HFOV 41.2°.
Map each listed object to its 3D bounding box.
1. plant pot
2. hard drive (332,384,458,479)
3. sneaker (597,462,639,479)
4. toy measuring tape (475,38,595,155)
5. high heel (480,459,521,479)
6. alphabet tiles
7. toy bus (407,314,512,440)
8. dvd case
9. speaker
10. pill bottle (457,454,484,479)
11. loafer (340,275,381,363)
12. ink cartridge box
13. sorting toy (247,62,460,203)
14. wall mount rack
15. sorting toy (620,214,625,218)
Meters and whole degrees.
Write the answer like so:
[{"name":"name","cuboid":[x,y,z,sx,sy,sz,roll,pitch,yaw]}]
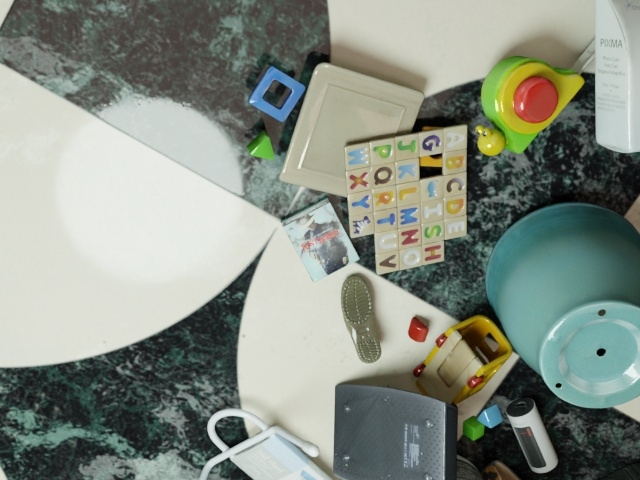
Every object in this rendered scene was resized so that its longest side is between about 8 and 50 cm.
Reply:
[{"name":"plant pot","cuboid":[0.407,0.112,1.321,0.271,0.255,0.272,1,115,3]},{"name":"hard drive","cuboid":[0.120,0.323,1.382,0.054,0.254,0.172,4,86,-40]},{"name":"sneaker","cuboid":[0.580,0.503,1.602,0.227,0.087,0.130,-25,113,4]},{"name":"toy measuring tape","cuboid":[0.342,-0.268,1.286,0.121,0.121,0.330,39,91,-18]},{"name":"high heel","cuboid":[0.410,0.488,1.529,0.261,0.093,0.186,4,117,21]},{"name":"alphabet tiles","cuboid":[0.139,-0.058,1.353,0.198,0.009,0.237,-12,120,-11]},{"name":"toy bus","cuboid":[0.238,0.216,1.437,0.104,0.202,0.191,-19,106,-34]},{"name":"dvd case","cuboid":[0.000,0.000,1.378,0.087,0.013,0.119,-27,110,2]},{"name":"speaker","cuboid":[0.381,0.350,1.534,0.055,0.055,0.136,-25,111,1]},{"name":"pill bottle","cuboid":[0.206,0.463,1.408,0.176,0.318,0.176,-2,110,-7]},{"name":"loafer","cuboid":[0.063,0.130,1.416,0.056,0.050,0.148,-11,95,-8]},{"name":"ink cartridge box","cuboid":[0.555,-0.343,1.252,0.308,0.091,0.385,-12,110,-16]},{"name":"sorting toy","cuboid":[0.046,-0.162,1.305,0.347,0.047,0.196,13,112,-21]},{"name":"wall mount rack","cuboid":[-0.034,0.415,1.420,0.304,0.130,0.350,-33,113,32]},{"name":"sorting toy","cuboid":[0.505,0.006,1.436,0.061,0.042,0.102,-33,111,4]}]
